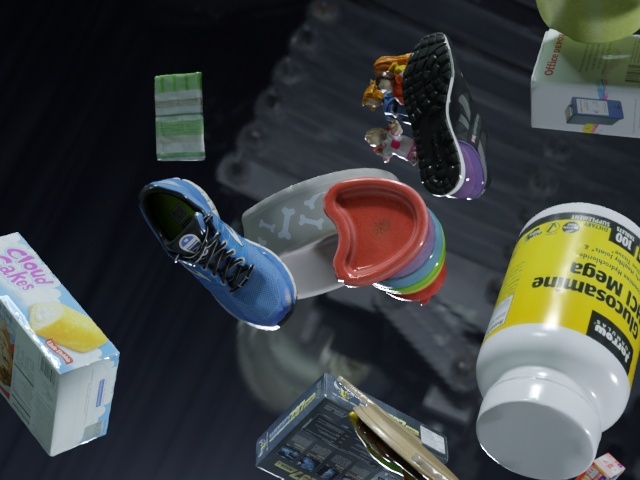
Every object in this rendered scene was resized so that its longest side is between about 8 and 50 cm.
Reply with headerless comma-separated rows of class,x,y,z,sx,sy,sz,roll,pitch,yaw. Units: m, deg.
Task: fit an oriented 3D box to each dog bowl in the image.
dog bowl,0.000,0.000,2.365,0.348,0.102,0.349,-19,-20,-7

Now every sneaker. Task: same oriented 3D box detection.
sneaker,0.219,-0.204,2.188,0.107,0.283,0.124,-15,-15,42
sneaker,-0.179,0.025,2.113,0.330,0.130,0.147,41,11,14

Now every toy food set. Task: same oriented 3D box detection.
toy food set,0.074,0.195,1.147,0.132,0.038,0.192,41,-1,-25

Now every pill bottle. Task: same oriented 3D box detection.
pill bottle,0.302,0.124,1.624,0.188,0.334,0.188,13,-44,13

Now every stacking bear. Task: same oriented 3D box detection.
stacking bear,0.129,0.020,2.137,0.164,0.175,0.289,-14,-22,13

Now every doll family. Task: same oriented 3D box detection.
doll family,0.156,-0.251,2.370,0.163,0.118,0.263,22,-31,8

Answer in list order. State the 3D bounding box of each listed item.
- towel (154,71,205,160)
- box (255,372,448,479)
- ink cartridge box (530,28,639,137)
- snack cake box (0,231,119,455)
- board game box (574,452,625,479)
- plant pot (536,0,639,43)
towel,-0.243,-0.215,2.281,0.113,0.152,0.023,2,5,38
box,0.046,0.316,1.966,0.232,0.059,0.183,30,-58,-20
ink cartridge box,0.432,-0.237,1.962,0.212,0.154,0.093,8,-48,16
snack cake box,-0.375,0.132,1.704,0.264,0.089,0.152,44,-44,32
board game box,0.447,0.466,2.307,0.045,0.193,0.147,43,13,19
plant pot,0.390,-0.425,1.849,0.276,0.276,0.254,16,-26,22
